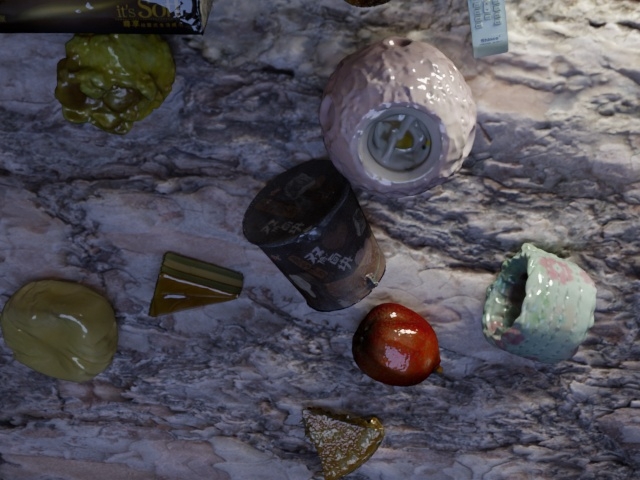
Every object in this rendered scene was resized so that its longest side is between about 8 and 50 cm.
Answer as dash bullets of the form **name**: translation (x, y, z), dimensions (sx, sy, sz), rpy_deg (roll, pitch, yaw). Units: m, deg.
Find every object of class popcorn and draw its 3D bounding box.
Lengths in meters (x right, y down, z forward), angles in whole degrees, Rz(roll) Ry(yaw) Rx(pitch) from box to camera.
- **popcorn**: translation (-0.333, -0.271, 1.388), dimensions (0.197, 0.155, 0.197), rpy_deg (2, 124, 3)

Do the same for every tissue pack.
- **tissue pack**: translation (-0.339, -0.426, 1.268), dimensions (0.370, 0.198, 0.210), rpy_deg (0, 118, 1)

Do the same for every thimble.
- **thimble**: translation (0.413, 0.121, 1.615), dimensions (0.149, 0.185, 0.211), rpy_deg (19, 86, -13)

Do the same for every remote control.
- **remote control**: translation (0.268, -0.379, 1.386), dimensions (0.061, 0.029, 0.162), rpy_deg (-9, 117, 5)

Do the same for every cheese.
- **cheese**: translation (-0.523, 0.185, 1.711), dimensions (0.226, 0.117, 0.214), rpy_deg (8, 126, 2)

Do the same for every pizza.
- **pizza**: translation (0.027, 0.424, 1.879), dimensions (0.188, 0.062, 0.199), rpy_deg (-41, 107, 10)

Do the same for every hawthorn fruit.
- **hawthorn fruit**: translation (0.159, 0.214, 1.689), dimensions (0.188, 0.169, 0.169), rpy_deg (22, 120, -17)

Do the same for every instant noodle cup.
- **instant noodle cup**: translation (0.000, 0.000, 1.531), dimensions (0.217, 0.217, 0.207), rpy_deg (-23, 126, 15)

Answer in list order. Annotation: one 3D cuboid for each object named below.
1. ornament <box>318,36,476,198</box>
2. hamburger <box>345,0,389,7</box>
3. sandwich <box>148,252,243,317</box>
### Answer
- **ornament**: translation (0.125, -0.199, 1.385), dimensions (0.259, 0.225, 0.259), rpy_deg (1, 123, 1)
- **hamburger**: translation (0.085, -0.409, 1.317), dimensions (0.126, 0.141, 0.081), rpy_deg (-17, 92, 8)
- **sandwich**: translation (-0.244, 0.105, 1.672), dimensions (0.163, 0.079, 0.113), rpy_deg (16, 123, -10)
